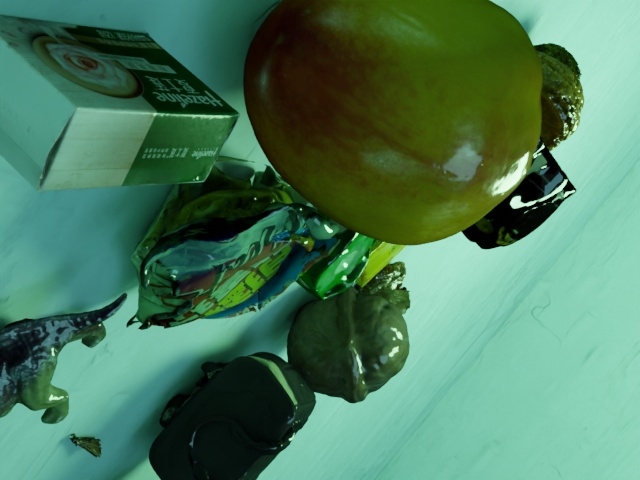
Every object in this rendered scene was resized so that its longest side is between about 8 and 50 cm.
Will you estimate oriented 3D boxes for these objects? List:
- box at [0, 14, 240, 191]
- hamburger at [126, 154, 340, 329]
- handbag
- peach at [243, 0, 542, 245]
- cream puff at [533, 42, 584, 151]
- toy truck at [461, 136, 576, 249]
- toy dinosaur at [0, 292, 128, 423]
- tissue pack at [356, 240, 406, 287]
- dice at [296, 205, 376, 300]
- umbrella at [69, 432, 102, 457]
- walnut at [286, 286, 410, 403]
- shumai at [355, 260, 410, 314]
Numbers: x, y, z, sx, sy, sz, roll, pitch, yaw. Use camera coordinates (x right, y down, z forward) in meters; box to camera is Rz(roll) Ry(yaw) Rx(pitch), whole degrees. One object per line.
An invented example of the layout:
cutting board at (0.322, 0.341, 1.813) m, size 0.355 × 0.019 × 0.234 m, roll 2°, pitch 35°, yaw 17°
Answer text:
box at (-0.181, -0.111, 0.749) m, size 0.199 × 0.135 × 0.081 m, roll -13°, pitch 139°, yaw -56°
hamburger at (-0.111, -0.011, 1.073) m, size 0.260 × 0.150 × 0.276 m, roll -18°, pitch 163°, yaw -22°
handbag at (-0.139, 0.286, 1.434) m, size 0.254 × 0.181 × 0.181 m, roll -47°, pitch 167°, yaw 5°
peach at (0.064, -0.138, 0.965) m, size 0.308 × 0.289 × 0.289 m, roll -6°, pitch 139°, yaw -25°
cream puff at (0.349, -0.252, 1.516) m, size 0.183 × 0.183 × 0.169 m, roll 100°, pitch 15°, yaw -53°
toy truck at (0.212, -0.136, 1.301) m, size 0.181 × 0.254 × 0.405 m, roll -35°, pitch 160°, yaw 14°
toy dinosaur at (-0.330, 0.150, 0.979) m, size 0.294 × 0.077 × 0.162 m, roll -40°, pitch 157°, yaw -19°
tissue pack at (0.109, -0.012, 1.556) m, size 0.176 × 0.062 × 0.095 m, roll -42°, pitch 158°, yaw -17°
dice at (0.000, 0.000, 1.295) m, size 0.131 × 0.120 × 0.128 m, roll -49°, pitch 157°, yaw -6°
umbrella at (-0.325, 0.285, 1.287) m, size 0.020 × 0.031 × 0.083 m, roll -15°, pitch 154°, yaw 3°
walnut at (0.046, 0.174, 1.570) m, size 0.224 × 0.224 × 0.224 m, roll -40°, pitch 157°, yaw -21°
shumai at (0.114, 0.113, 1.750) m, size 0.139 × 0.105 × 0.123 m, roll -24°, pitch 163°, yaw 8°
